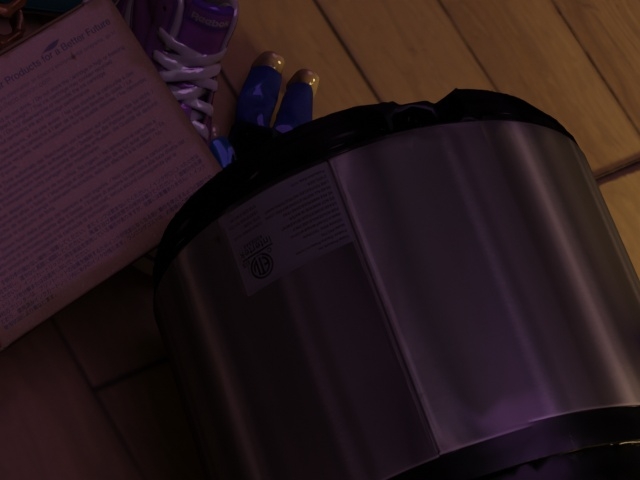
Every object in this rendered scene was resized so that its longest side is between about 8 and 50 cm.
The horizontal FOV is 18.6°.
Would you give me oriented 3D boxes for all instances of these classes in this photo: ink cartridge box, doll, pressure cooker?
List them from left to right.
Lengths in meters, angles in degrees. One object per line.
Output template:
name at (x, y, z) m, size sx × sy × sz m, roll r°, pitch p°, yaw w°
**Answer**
ink cartridge box at (-0.216, -0.049, 1.504) m, size 0.235 × 0.088 × 0.193 m, roll -34°, pitch 93°, yaw -26°
doll at (-0.044, -0.078, 1.729) m, size 0.129 × 0.046 × 0.189 m, roll 26°, pitch 51°, yaw -13°
pressure cooker at (0.086, 0.148, 1.455) m, size 0.375 × 0.370 × 0.420 m, roll -6°, pitch 61°, yaw -29°

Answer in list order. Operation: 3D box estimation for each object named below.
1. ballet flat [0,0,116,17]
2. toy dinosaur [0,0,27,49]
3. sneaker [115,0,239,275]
ballet flat at (-0.293, -0.235, 1.670) m, size 0.248 × 0.086 × 0.086 m, roll 4°, pitch 60°, yaw -30°
toy dinosaur at (-0.288, -0.171, 1.588) m, size 0.112 × 0.064 × 0.211 m, roll -18°, pitch 84°, yaw -29°
sneaker at (-0.125, -0.119, 1.634) m, size 0.102 × 0.161 × 0.282 m, roll 7°, pitch 60°, yaw -29°
